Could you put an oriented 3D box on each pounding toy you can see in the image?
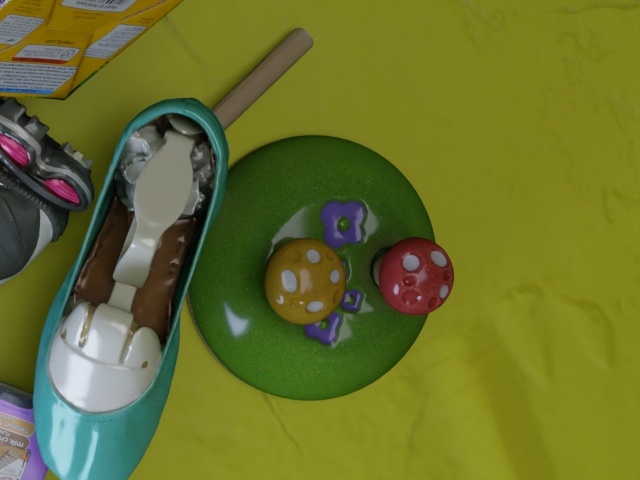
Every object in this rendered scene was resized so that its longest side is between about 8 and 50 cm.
[{"bbox_3d":[0.000,0.000,1.003,0.183,0.110,0.237,-37,107,-17],"label":"pounding toy"}]

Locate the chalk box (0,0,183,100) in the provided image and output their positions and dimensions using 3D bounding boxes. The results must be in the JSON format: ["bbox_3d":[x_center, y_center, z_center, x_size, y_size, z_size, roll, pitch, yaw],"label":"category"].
[{"bbox_3d":[-0.186,-0.202,0.855,0.132,0.132,0.213,-4,62,-59],"label":"chalk box"}]

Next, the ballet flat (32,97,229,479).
[{"bbox_3d":[-0.115,0.026,0.900,0.083,0.087,0.247,16,79,1],"label":"ballet flat"}]

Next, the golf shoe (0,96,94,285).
[{"bbox_3d":[-0.261,-0.077,0.892,0.273,0.105,0.120,42,85,-20],"label":"golf shoe"}]

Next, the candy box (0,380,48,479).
[{"bbox_3d":[-0.267,0.164,0.921,0.165,0.070,0.196,24,84,-23],"label":"candy box"}]
